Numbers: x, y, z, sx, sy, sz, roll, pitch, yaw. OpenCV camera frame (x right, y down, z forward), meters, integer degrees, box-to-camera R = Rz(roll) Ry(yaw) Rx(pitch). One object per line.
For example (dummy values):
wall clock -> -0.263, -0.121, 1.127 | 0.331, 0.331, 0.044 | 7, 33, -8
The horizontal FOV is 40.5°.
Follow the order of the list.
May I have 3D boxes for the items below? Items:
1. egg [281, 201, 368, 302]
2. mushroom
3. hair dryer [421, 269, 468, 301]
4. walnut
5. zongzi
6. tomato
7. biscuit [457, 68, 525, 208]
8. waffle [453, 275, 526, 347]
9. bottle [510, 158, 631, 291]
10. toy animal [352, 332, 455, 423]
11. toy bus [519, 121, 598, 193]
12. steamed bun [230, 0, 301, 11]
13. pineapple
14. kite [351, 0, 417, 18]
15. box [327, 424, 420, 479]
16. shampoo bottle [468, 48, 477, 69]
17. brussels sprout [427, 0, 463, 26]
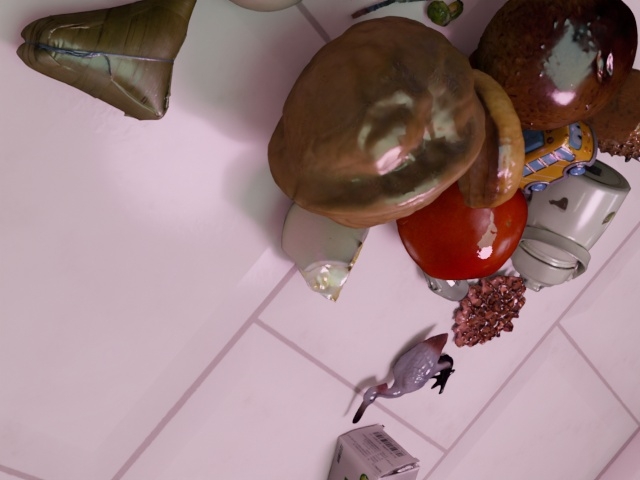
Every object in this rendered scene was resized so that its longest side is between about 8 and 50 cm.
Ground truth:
egg -> 0.007, -0.015, 1.713 | 0.271, 0.161, 0.206 | 104, 11, -77
mushroom -> 0.434, -0.404, 1.706 | 0.331, 0.356, 0.334 | -21, 153, -45
hair dryer -> 0.300, -0.004, 2.036 | 0.229, 0.092, 0.267 | 22, 88, -39
walnut -> 0.099, -0.203, 1.503 | 0.383, 0.383, 0.384 | -21, 129, -28
zongzi -> -0.301, -0.330, 1.293 | 0.228, 0.115, 0.256 | 23, 91, -39
tomato -> 0.317, -0.053, 1.869 | 0.298, 0.226, 0.299 | -4, 97, -38
biscuit -> 0.309, -0.192, 1.642 | 0.091, 0.213, 0.274 | -16, 104, -20
waffle -> 0.447, 0.182, 2.276 | 0.234, 0.055, 0.221 | -13, 127, -27
bottle -> 0.585, -0.029, 2.142 | 0.229, 0.229, 0.352 | 0, 125, -39
toy animal -> 0.227, 0.339, 2.172 | 0.324, 0.090, 0.195 | -17, 127, -33
toy bus -> 0.506, -0.205, 1.963 | 0.136, 0.126, 0.209 | 25, 144, -38
steamed bun -> -0.071, -0.468, 1.353 | 0.231, 0.145, 0.232 | -21, 129, -28
pineapple -> 0.750, -0.288, 2.128 | 0.202, 0.202, 0.362 | -59, 150, 8
kite -> 0.150, -0.487, 1.614 | 0.245, 0.015, 0.141 | -29, 131, -26
box -> 0.118, 0.658, 2.234 | 0.145, 0.173, 0.333 | -6, 121, -37
shampoo bottle -> 0.441, -0.341, 1.905 | 0.314, 0.076, 0.118 | 16, 108, -44
brussels sprout -> 0.247, -0.447, 1.698 | 0.083, 0.046, 0.051 | -14, 132, -33
